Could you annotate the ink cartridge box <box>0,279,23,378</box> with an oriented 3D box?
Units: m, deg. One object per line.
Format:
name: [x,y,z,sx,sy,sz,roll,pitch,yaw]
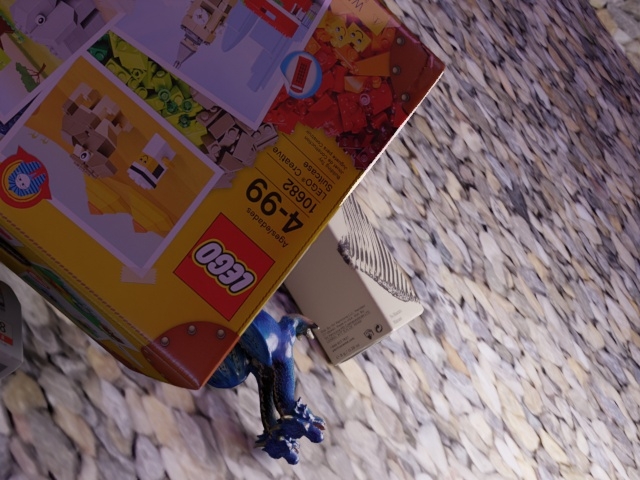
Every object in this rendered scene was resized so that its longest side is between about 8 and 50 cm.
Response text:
ink cartridge box: [-0.323,0.018,1.434,0.145,0.045,0.179,33,37,-40]

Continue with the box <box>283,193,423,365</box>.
box: [0.000,0.000,1.946,0.275,0.094,0.113,58,26,1]

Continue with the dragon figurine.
dragon figurine: [-0.085,0.095,1.704,0.289,0.085,0.144,52,26,-13]

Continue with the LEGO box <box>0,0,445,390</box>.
LEGO box: [-0.203,-0.175,1.425,0.500,0.372,0.193,42,-15,-19]
